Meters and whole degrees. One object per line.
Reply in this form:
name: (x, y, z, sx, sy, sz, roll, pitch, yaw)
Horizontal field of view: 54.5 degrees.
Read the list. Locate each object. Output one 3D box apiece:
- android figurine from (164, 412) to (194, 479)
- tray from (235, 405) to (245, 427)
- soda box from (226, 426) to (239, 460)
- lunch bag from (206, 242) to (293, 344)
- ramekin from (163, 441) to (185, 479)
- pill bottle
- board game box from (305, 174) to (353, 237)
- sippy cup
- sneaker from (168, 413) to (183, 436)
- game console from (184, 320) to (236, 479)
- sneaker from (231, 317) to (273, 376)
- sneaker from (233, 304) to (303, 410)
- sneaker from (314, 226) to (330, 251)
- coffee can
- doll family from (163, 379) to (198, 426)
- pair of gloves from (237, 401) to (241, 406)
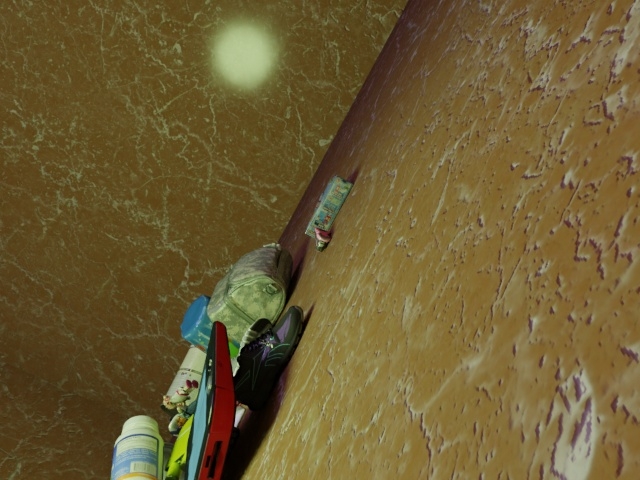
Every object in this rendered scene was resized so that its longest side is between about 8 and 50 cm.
android figurine: (-0.394, 0.619, 1.924, 0.248, 0.056, 0.272, -45, 14, 24)
tray: (-0.283, 0.578, 1.696, 0.270, 0.030, 0.145, -65, 8, -16)
soda box: (-0.266, 0.550, 1.577, 0.168, 0.053, 0.060, -65, 7, -8)
lunch bag: (-0.207, 0.161, 2.043, 0.256, 0.212, 0.305, -43, 13, 16)
ramekin: (-0.521, 0.775, 2.038, 0.109, 0.207, 0.207, 109, -176, -63)
pill bottle: (-0.556, 0.674, 1.895, 0.152, 0.152, 0.272, -60, 25, 21)
board game box: (0.018, -0.098, 1.893, 0.194, 0.060, 0.194, -62, 7, 0)
sippy cup: (-0.359, 0.310, 2.189, 0.306, 0.224, 0.239, -20, 46, 50)
sneaker: (-0.481, 0.682, 2.249, 0.094, 0.153, 0.235, -65, 7, -27)
game console: (-0.263, 0.424, 1.407, 0.342, 0.060, 0.386, -119, 41, -62)
sneaker: (-0.229, 0.336, 1.854, 0.132, 0.086, 0.228, -14, 48, 58)
sneaker: (-0.128, 0.262, 1.434, 0.267, 0.106, 0.101, -62, 5, 0)
sneaker: (0.000, 0.000, 1.749, 0.119, 0.047, 0.057, -85, 11, -75)
coffee can: (-0.501, 0.591, 2.540, 0.275, 0.202, 0.201, -67, 8, -31)
doll family: (-0.407, 0.563, 2.098, 0.163, 0.263, 0.118, -46, 57, 20)
pair of gloves: (-0.253, 0.475, 1.895, 0.198, 0.023, 0.159, -58, 8, 32)
